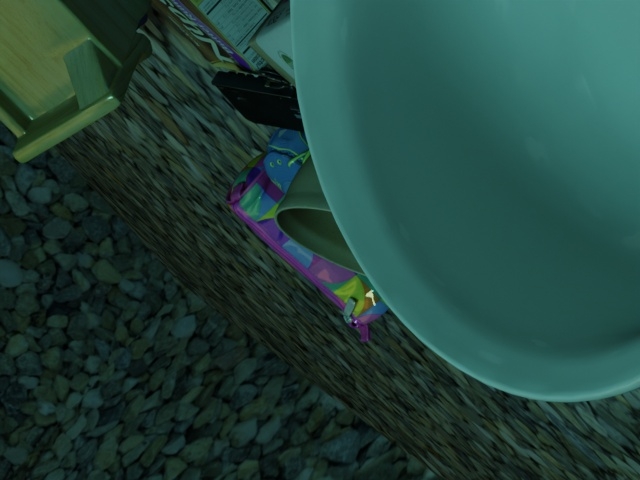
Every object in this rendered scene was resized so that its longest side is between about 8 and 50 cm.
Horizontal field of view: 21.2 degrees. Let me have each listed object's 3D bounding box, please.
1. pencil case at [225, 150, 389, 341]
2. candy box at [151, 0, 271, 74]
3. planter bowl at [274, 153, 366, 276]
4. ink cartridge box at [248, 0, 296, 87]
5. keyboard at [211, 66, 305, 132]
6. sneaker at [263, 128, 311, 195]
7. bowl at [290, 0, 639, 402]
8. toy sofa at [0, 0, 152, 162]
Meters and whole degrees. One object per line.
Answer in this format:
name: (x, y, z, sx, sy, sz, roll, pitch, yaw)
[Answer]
pencil case: (0.000, 0.000, 1.921, 0.236, 0.104, 0.104, 45, 170, -12)
candy box: (-0.119, -0.230, 1.502, 0.187, 0.053, 0.109, 47, 168, -25)
planter bowl: (0.055, -0.041, 1.408, 0.162, 0.109, 0.162, 18, 165, 5)
ink cartridge box: (0.065, -0.114, 1.180, 0.193, 0.088, 0.234, 42, 171, -10)
keyboard: (-0.006, -0.119, 1.467, 0.180, 0.023, 0.108, 11, 163, 27)
sneaker: (-0.002, -0.055, 1.701, 0.126, 0.091, 0.240, 44, 171, -12)
bowl: (0.125, -0.089, 0.731, 0.298, 0.134, 0.298, 19, 114, 51)
toy sofa: (-0.339, -0.269, 1.674, 0.362, 0.150, 0.177, 46, -147, -27)
